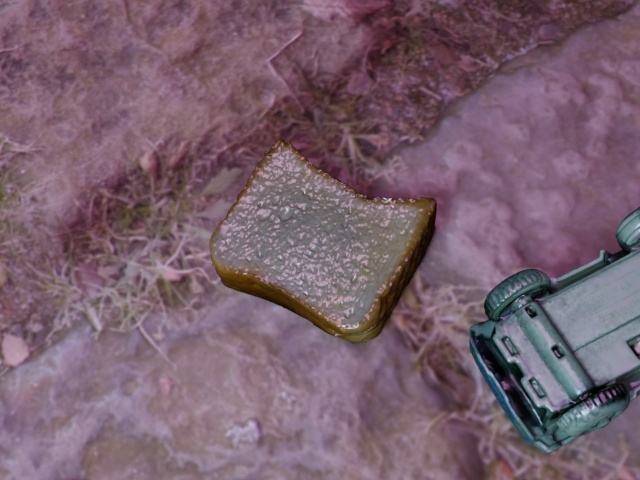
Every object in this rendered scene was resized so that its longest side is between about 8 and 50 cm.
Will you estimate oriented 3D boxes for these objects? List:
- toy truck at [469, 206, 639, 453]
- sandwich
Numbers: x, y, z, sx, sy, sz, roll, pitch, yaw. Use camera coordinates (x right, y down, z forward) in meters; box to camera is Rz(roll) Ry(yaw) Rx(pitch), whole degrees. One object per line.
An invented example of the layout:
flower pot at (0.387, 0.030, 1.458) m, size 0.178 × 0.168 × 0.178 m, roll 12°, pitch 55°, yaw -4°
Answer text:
toy truck at (0.289, 0.083, 0.804) m, size 0.279 × 0.156 × 0.155 m, roll -27°, pitch 64°, yaw -7°
sandwich at (0.000, 0.000, 0.928) m, size 0.215 × 0.065 × 0.186 m, roll 27°, pitch 69°, yaw 18°
